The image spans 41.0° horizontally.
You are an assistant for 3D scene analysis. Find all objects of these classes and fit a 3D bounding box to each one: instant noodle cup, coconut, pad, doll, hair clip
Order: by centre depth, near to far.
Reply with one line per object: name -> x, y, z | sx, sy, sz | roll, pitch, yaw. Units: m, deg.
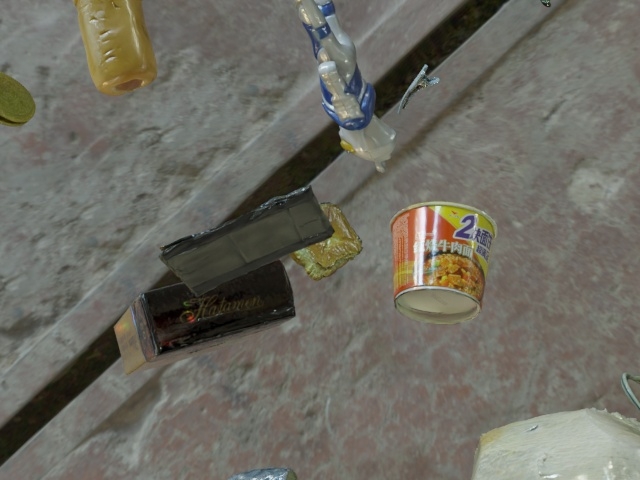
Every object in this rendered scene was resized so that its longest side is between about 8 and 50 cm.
doll -> 0.020, -0.156, 0.844 | 0.057, 0.114, 0.227 | -21, 119, 14
coconut -> 0.349, 0.395, 1.143 | 0.360, 0.346, 0.346 | -18, 97, 22
pad -> -0.101, 0.002, 1.222 | 0.233, 0.174, 0.022 | -24, 64, 3
hair clip -> 0.181, -0.277, 1.608 | 0.039, 0.030, 0.115 | 33, 141, -6
instant noodle cup -> 0.225, 0.051, 1.615 | 0.213, 0.213, 0.174 | 8, 63, 2

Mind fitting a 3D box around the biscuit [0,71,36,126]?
biscuit -> -0.413, -0.185, 1.117 | 0.023, 0.084, 0.084 | -40, 95, 26

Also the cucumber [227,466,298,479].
cucumber -> -0.084, 0.364, 1.257 | 0.112, 0.064, 0.064 | -21, 97, 29

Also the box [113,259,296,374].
box -> -0.233, 0.153, 1.614 | 0.264, 0.415, 0.115 | -13, 82, -23

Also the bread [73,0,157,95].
bread -> -0.422, -0.450, 1.735 | 0.142, 0.091, 0.305 | -15, 82, -8

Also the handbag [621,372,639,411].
handbag -> 0.591, 0.307, 1.337 | 0.109, 0.241, 0.315 | -37, 103, 23

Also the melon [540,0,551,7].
melon -> 0.294, -0.406, 1.191 | 0.053, 0.261, 0.114 | -20, 132, 29

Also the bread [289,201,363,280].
bread -> 0.000, 0.000, 1.663 | 0.128, 0.069, 0.140 | -30, 79, -31
